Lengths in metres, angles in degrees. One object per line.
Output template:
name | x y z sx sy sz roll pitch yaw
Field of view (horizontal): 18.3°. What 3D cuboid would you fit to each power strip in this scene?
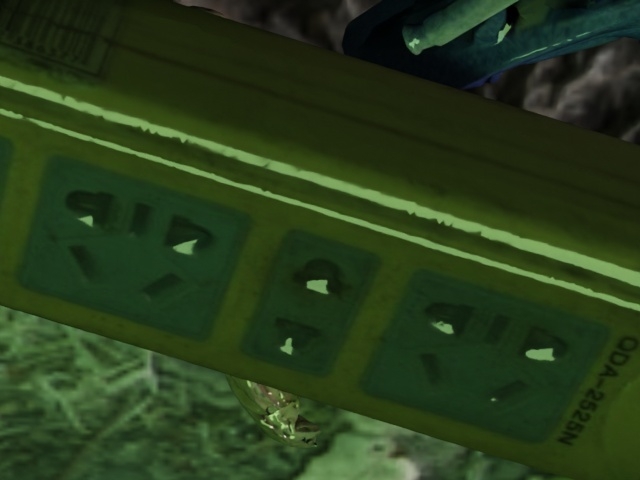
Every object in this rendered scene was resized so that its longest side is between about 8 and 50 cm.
power strip | 0.000 0.000 0.517 0.387 0.066 0.092 16 136 -6

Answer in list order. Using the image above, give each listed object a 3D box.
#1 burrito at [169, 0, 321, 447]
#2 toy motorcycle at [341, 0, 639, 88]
burrito | -0.026 -0.006 0.590 0.058 0.045 0.188 -23 130 3
toy motorcycle | 0.108 -0.079 0.502 0.205 0.076 0.114 0 143 0
